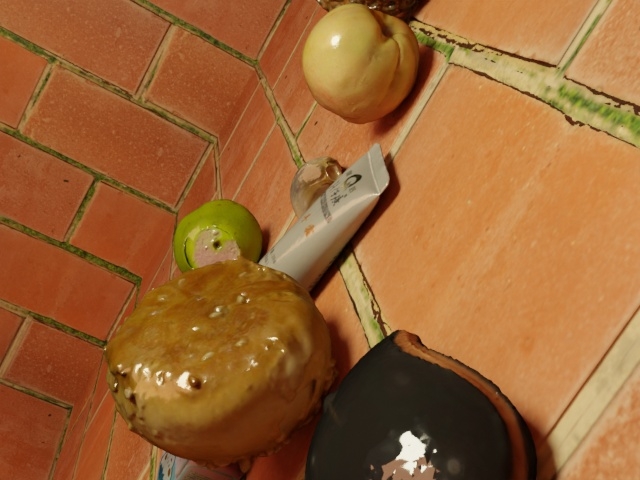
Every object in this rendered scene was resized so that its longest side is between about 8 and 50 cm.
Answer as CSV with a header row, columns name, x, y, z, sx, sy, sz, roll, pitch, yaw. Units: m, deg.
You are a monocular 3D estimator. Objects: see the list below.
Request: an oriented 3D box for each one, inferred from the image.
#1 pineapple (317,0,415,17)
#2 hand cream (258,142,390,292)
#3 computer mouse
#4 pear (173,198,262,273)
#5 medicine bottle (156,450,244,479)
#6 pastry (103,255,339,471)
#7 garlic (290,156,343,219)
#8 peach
name,x,y,z,sx,sy,sz,roll,pitch,yaw
pineapple,0.141,-0.503,1.336,0.362,0.202,0.202,-24,42,55
hand cream,0.000,0.000,1.187,0.314,0.089,0.140,-49,22,19
computer mouse,0.060,0.171,0.673,0.183,0.116,0.323,-59,15,-3
pear,-0.206,0.006,1.636,0.187,0.187,0.220,-60,4,11
medicine bottle,-0.158,0.301,1.165,0.188,0.094,0.119,-55,20,26
pastry,-0.121,0.162,1.030,0.284,0.184,0.315,-27,31,-18
garlic,-0.017,-0.088,1.381,0.152,0.066,0.084,-52,22,29
peach,0.060,-0.269,1.237,0.184,0.184,0.184,-54,19,28
